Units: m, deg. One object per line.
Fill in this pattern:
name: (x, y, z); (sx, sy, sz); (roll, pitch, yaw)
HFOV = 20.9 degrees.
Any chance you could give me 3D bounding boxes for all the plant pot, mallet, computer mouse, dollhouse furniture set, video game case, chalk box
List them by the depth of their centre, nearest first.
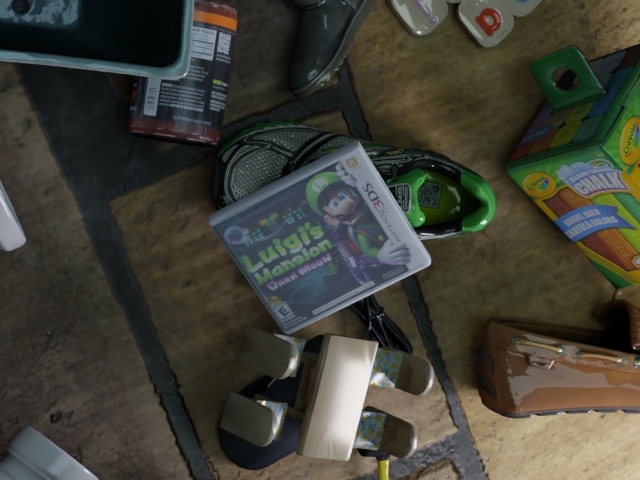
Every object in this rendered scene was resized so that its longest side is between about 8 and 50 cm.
plant pot: (-0.278, -0.295, 1.780); (0.247, 0.252, 0.248); (4, 92, -21)
dollhouse furniture set: (0.019, 0.229, 1.913); (0.212, 0.161, 0.242); (12, 94, -39)
video game case: (0.000, 0.000, 1.926); (0.190, 0.022, 0.173); (-27, 116, 13)
computer mouse: (-0.020, 0.138, 2.011); (0.262, 0.060, 0.184); (-34, 105, -17)
chalk box: (0.358, -0.108, 2.066); (0.289, 0.180, 0.179); (43, 62, -18)
mallet: (0.084, 0.308, 2.080); (0.062, 0.039, 0.190); (-12, 102, -23)

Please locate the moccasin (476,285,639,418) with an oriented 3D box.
moccasin: (0.373, 0.131, 2.137); (0.380, 0.139, 0.147); (0, 102, -12)

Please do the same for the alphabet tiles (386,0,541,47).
alphabet tiles: (0.169, -0.384, 2.077); (0.284, 0.021, 0.278); (-45, 105, -14)

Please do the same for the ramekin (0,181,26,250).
ramekin: (-0.409, -0.092, 1.742); (0.127, 0.273, 0.273); (-27, 103, -7)

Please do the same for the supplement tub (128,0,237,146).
supplement tub: (-0.149, -0.206, 1.917); (0.106, 0.106, 0.198); (9, 89, -22)

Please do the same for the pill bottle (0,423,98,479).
pill bottle: (-0.351, 0.323, 1.848); (0.136, 0.136, 0.246); (42, 78, -19)

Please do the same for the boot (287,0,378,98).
boot: (-0.048, -0.290, 1.968); (0.208, 0.076, 0.190); (39, 65, -26)

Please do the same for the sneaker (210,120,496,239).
sneaker: (0.041, -0.067, 1.978); (0.343, 0.146, 0.134); (1, 93, -21)
